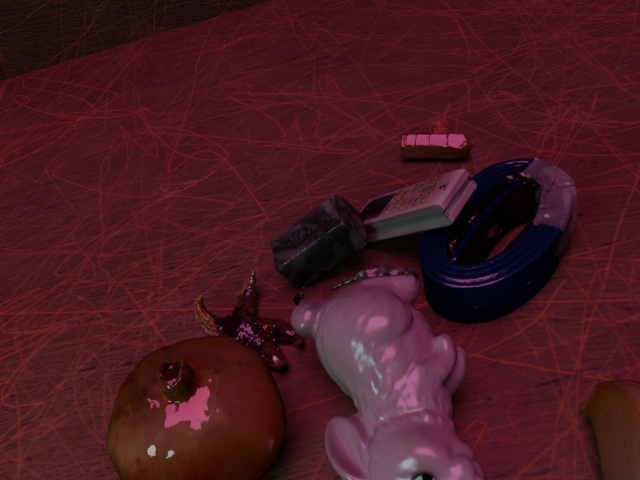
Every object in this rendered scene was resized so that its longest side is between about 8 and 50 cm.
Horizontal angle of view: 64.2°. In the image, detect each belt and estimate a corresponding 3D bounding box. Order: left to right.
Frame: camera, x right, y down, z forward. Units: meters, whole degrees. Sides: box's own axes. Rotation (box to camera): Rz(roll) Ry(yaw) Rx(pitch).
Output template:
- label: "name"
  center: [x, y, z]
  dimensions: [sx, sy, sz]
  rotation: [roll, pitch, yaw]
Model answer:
- label: "belt"
  center: [0.325, -0.007, 0.936]
  dimensions: [0.212, 0.117, 0.347]
  rotation: [28, 61, 39]

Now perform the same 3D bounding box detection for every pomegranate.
- label: "pomegranate"
  center: [-0.178, 0.250, 0.738]
  dimensions: [0.251, 0.270, 0.229]
  rotation: [-10, 53, 4]

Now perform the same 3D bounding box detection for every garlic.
- label: "garlic"
  center: [0.415, 0.292, 0.635]
  dimensions: [0.164, 0.145, 0.245]
  rotation: [-24, 35, 42]

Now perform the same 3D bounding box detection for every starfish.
- label: "starfish"
  center: [-0.142, 0.163, 0.962]
  dimensions: [0.238, 0.071, 0.216]
  rotation: [17, 48, 17]

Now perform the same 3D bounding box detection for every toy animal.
- label: "toy animal"
  center: [0.093, 0.223, 0.742]
  dimensions: [0.257, 0.194, 0.358]
  rotation: [-12, 47, 8]

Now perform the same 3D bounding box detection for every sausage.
- label: "sausage"
  center: [0.276, -0.223, 1.197]
  dimensions: [0.169, 0.065, 0.065]
  rotation: [4, 49, 20]

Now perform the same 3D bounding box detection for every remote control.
- label: "remote control"
  center: [0.162, -0.060, 0.986]
  dimensions: [0.103, 0.055, 0.277]
  rotation: [-50, 19, -29]

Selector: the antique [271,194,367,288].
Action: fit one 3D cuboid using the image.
- label: "antique"
  center: [0.000, 0.000, 1.005]
  dimensions: [0.183, 0.086, 0.088]
  rotation: [-36, 41, 18]
